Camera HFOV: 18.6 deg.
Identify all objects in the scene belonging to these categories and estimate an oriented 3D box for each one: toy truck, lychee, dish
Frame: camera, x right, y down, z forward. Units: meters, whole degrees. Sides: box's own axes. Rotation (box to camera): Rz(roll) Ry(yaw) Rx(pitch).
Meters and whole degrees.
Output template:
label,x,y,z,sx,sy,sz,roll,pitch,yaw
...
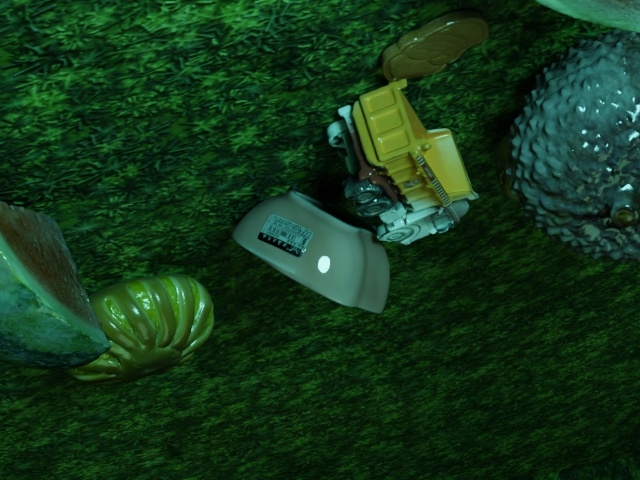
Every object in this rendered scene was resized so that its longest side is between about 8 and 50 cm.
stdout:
label,x,y,z,sx,sy,sz,roll,pitch,yaw
toy truck,0.097,-0.089,2.292,0.135,0.114,0.270,-20,158,9
lychee,0.358,-0.118,2.259,0.300,0.300,0.300,-19,160,-7
dish,0.000,0.000,2.390,0.213,0.213,0.090,16,105,-59

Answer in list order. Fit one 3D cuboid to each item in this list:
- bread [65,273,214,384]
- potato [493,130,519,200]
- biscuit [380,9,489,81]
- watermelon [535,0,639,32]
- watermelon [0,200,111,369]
label,x,y,z,sx,sy,sz,roll,pitch,yaw
bread,-0.234,0.119,2.497,0.213,0.104,0.213,-18,157,-8
potato,0.298,-0.106,2.448,0.178,0.109,0.118,-12,135,-24
biscuit,0.124,-0.210,2.133,0.130,0.019,0.102,-28,158,20
watermelon,0.264,-0.318,1.868,0.232,0.193,0.310,-13,156,38
watermelon,-0.353,0.044,2.140,0.256,0.176,0.260,13,177,28
